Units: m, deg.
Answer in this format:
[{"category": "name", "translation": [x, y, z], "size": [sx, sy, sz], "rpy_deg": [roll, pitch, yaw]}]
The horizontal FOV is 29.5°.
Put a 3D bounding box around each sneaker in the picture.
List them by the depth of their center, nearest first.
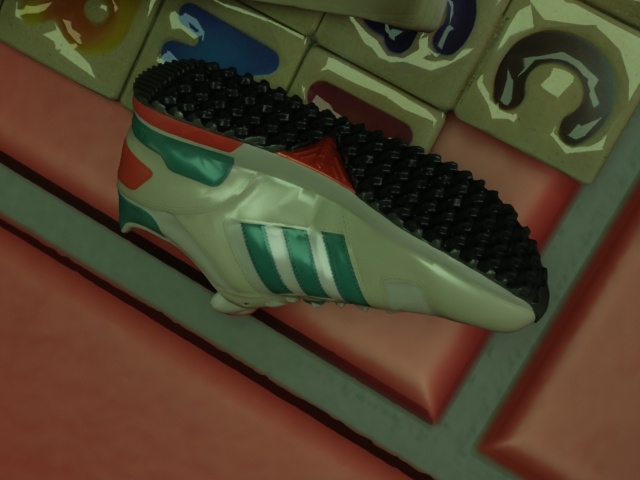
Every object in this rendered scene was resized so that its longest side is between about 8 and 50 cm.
[{"category": "sneaker", "translation": [0.000, 0.000, 0.434], "size": [0.161, 0.057, 0.075], "rpy_deg": [26, 124, 4]}]

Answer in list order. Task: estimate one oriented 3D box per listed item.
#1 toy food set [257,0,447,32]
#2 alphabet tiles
[{"category": "toy food set", "translation": [-0.096, -0.190, 0.354], "size": [0.306, 0.092, 0.219], "rpy_deg": [7, 104, -9]}, {"category": "alphabet tiles", "translation": [-0.015, -0.174, 0.428], "size": [0.343, 0.011, 0.285], "rpy_deg": [29, 105, 5]}]
